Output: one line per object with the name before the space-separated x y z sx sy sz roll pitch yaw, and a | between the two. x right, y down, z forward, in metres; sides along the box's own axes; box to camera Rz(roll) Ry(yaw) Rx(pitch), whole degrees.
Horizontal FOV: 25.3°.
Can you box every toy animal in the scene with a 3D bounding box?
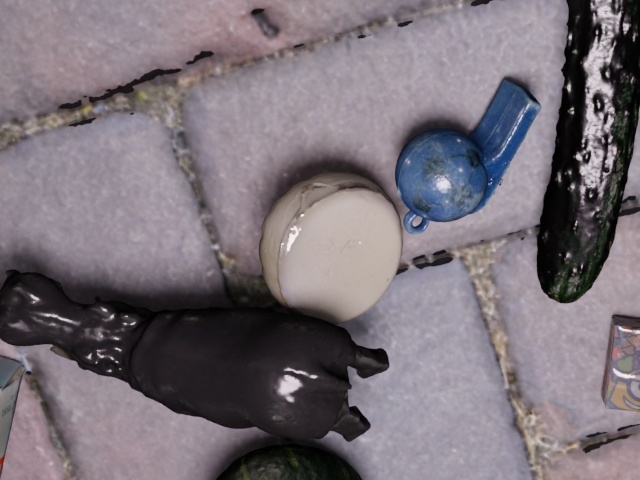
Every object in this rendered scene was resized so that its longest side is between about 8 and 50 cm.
toy animal | -0.117 0.104 1.268 0.343 0.168 0.106 10 79 20

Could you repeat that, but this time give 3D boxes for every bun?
bun | 0.000 0.000 1.270 0.138 0.094 0.138 -12 115 -27

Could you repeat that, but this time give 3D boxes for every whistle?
whistle | 0.115 -0.072 1.236 0.090 0.090 0.158 26 108 -3

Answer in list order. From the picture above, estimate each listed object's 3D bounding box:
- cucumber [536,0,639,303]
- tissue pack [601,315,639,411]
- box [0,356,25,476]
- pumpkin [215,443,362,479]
cucumber | 0.233 -0.085 1.225 0.081 0.072 0.303 19 115 46
tissue pack | 0.292 0.113 1.300 0.063 0.035 0.083 6 106 4
box | -0.425 0.151 1.360 0.269 0.079 0.135 16 108 1
pumpkin | -0.034 0.265 1.328 0.167 0.167 0.125 -49 53 16
